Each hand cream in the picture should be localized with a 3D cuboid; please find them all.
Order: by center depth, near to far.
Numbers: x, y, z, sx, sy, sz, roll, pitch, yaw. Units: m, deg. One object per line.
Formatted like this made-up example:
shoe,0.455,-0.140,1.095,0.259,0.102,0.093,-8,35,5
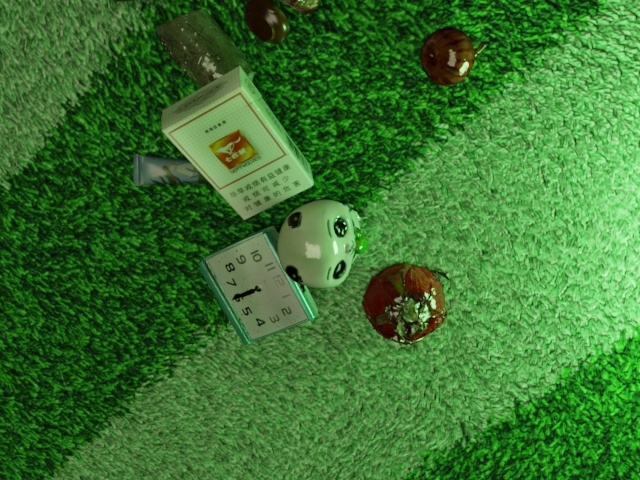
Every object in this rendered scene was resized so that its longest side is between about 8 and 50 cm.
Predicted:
hand cream,-0.372,-0.178,1.456,0.255,0.055,0.088,4,102,13

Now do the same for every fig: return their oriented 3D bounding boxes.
fig,0.292,-0.423,1.264,0.128,0.150,0.129,20,140,18

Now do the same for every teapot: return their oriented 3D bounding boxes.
teapot,-0.123,-0.522,1.310,0.129,0.078,0.098,36,148,11

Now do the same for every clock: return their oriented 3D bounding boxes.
clock,-0.155,0.112,1.458,0.231,0.116,0.263,-24,103,21

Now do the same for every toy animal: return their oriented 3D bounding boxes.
toy animal,0.009,0.001,1.343,0.212,0.267,0.213,1,103,4

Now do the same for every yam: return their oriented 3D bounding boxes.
yam,-0.260,-0.421,1.320,0.153,0.154,0.255,-33,95,15

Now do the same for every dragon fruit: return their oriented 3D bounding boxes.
dragon fruit,0.217,0.179,1.422,0.223,0.148,0.219,2,105,7

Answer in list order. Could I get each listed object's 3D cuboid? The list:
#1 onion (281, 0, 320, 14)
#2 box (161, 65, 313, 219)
onion,-0.081,-0.602,1.197,0.230,0.230,0.163,37,113,-4
box,-0.184,-0.215,1.308,0.210,0.095,0.330,-26,136,14
